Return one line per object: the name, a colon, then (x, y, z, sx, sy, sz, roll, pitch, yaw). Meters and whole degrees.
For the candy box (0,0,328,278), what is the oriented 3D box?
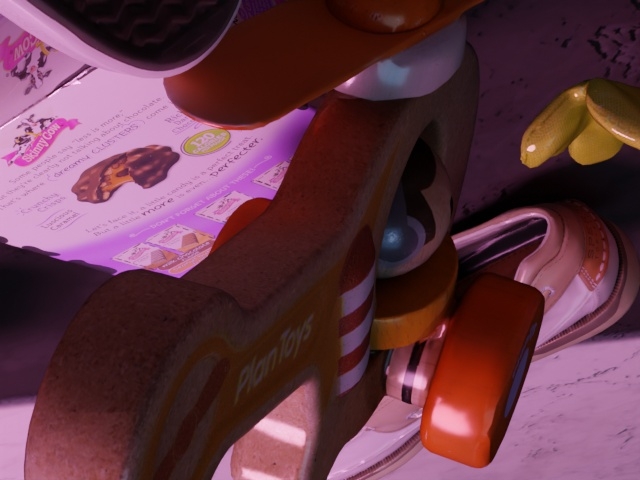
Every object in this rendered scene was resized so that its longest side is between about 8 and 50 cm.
candy box: (-0.081, -0.056, 0.759, 0.165, 0.070, 0.196, -28, 152, 27)

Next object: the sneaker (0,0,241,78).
sneaker: (-0.158, -0.146, 0.502, 0.290, 0.123, 0.106, 39, 82, -38)

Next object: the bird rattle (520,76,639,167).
bird rattle: (0.202, -0.098, 0.609, 0.143, 0.253, 0.207, 36, 161, -8)

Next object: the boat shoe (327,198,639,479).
boat shoe: (0.051, 0.064, 1.043, 0.302, 0.113, 0.103, -36, 147, 20)

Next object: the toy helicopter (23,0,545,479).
toy helicopter: (0.000, 0.000, 0.586, 0.140, 0.235, 0.355, 19, -160, 14)
